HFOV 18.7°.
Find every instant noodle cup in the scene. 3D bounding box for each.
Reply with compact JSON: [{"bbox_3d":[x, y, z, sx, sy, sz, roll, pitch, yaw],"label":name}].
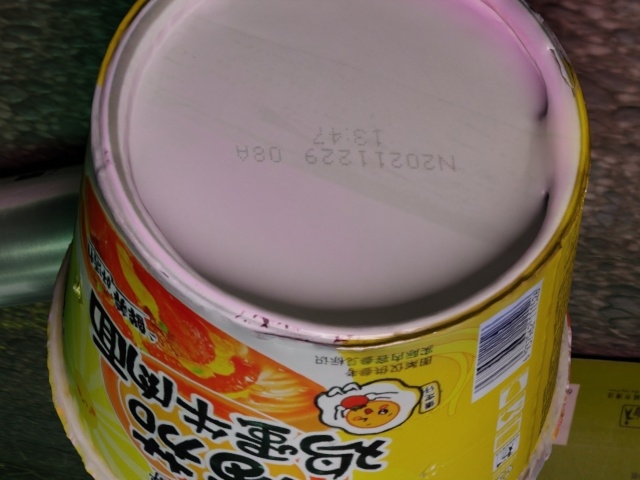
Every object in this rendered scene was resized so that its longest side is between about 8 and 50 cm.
[{"bbox_3d":[0.000,0.000,0.860,0.264,0.264,0.200,12,151,3],"label":"instant noodle cup"}]

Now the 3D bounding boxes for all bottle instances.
[{"bbox_3d":[-0.156,-0.003,1.162,0.253,0.079,0.096,-9,167,41],"label":"bottle"}]

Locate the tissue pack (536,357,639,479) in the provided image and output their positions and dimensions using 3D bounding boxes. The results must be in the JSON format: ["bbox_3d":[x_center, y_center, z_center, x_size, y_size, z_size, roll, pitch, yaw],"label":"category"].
[{"bbox_3d":[0.207,0.192,1.273,0.274,0.200,0.167,4,155,24],"label":"tissue pack"}]
